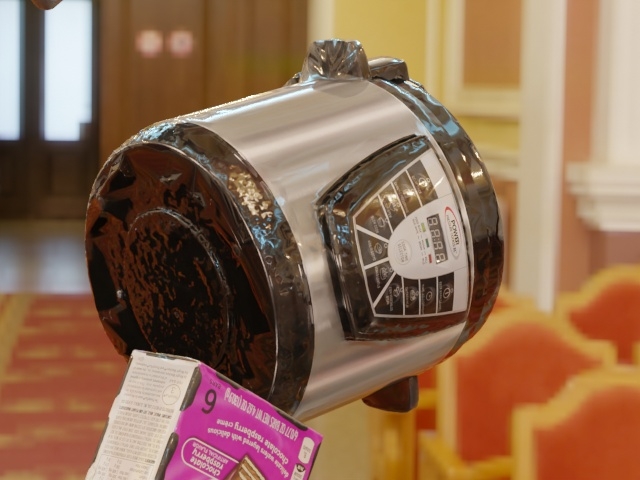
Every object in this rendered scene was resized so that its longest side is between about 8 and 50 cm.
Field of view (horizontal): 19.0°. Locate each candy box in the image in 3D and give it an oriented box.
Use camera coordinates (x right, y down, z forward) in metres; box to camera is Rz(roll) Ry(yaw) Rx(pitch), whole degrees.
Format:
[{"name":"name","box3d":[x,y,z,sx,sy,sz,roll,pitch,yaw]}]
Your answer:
[{"name":"candy box","box3d":[-0.101,0.215,1.351,0.071,0.233,0.159,7,-19,40]}]

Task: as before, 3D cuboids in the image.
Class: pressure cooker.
[{"name":"pressure cooker","box3d":[-0.004,-0.002,2.137,0.420,0.370,0.375,-18,58,-39]}]

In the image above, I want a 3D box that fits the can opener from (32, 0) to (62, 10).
[{"name":"can opener","box3d":[-0.268,-0.359,2.006,0.076,0.283,0.095,28,52,17]}]
